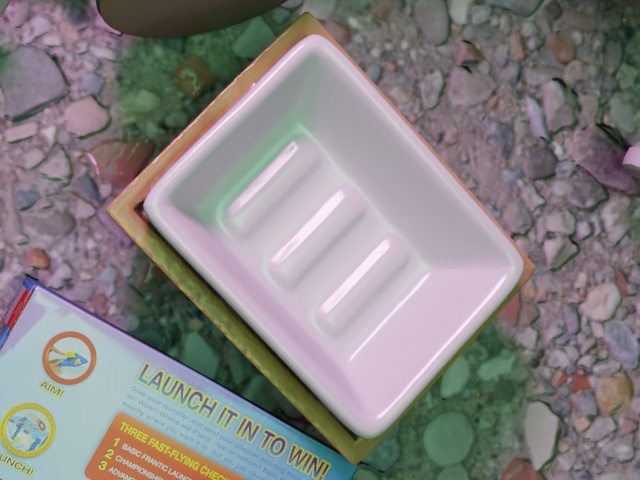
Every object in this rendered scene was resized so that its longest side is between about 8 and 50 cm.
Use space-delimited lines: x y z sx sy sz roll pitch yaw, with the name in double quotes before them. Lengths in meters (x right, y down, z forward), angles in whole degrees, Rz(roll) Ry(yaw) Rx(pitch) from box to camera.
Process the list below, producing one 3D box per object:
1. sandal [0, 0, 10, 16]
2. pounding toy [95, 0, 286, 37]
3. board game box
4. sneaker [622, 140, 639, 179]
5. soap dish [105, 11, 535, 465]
"sandal" -0.436 -0.167 1.175 0.416 0.169 0.102 -20 58 -13
"pounding toy" -0.111 -0.247 1.221 0.183 0.237 0.110 -24 74 27
"board game box" -0.177 0.234 1.284 0.308 0.086 0.302 31 85 -15
"sneaker" 0.381 -0.110 1.407 0.256 0.094 0.151 3 99 -25
"soap dish" 0.000 0.000 1.291 0.229 0.118 0.291 -46 104 -14
